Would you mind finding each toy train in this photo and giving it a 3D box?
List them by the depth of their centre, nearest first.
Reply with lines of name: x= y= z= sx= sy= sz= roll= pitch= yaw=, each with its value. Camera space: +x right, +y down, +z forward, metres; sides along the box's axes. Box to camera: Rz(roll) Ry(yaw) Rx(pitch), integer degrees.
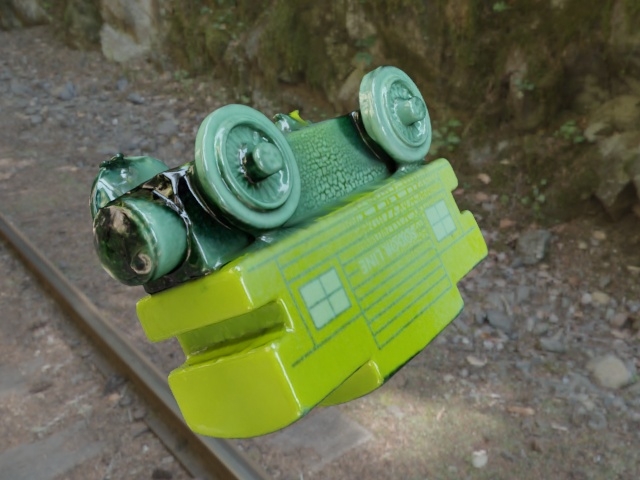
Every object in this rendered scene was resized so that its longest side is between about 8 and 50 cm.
toy train: x=0.000 y=0.000 z=0.667 sx=0.179 sy=0.272 sz=0.442 roll=-21 pitch=5 yaw=38
